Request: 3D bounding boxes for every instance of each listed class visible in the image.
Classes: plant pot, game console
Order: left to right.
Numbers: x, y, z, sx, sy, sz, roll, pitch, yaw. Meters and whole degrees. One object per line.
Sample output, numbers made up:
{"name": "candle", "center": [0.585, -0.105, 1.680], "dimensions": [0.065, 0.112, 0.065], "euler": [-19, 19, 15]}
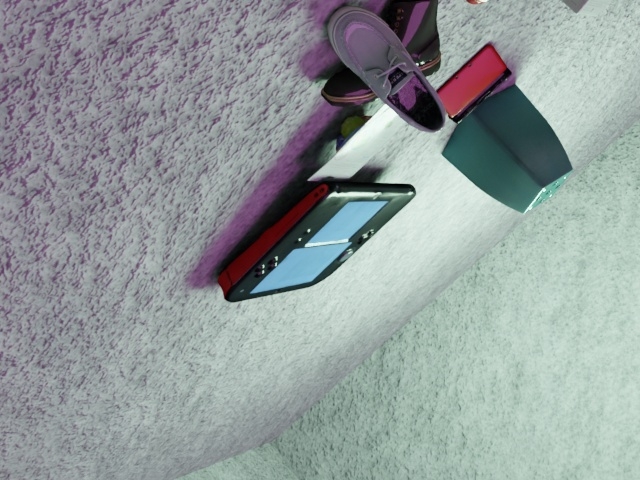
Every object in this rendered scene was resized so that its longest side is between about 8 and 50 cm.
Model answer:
{"name": "game console", "center": [0.000, 0.000, 1.458], "dimensions": [0.342, 0.060, 0.386], "euler": [-39, 164, 27]}
{"name": "game console", "center": [0.294, -0.311, 1.415], "dimensions": [0.144, 0.085, 0.124], "euler": [-42, -168, 11]}
{"name": "plant pot", "center": [0.428, -0.188, 1.599], "dimensions": [0.165, 0.234, 0.165], "euler": [-29, 159, -27]}

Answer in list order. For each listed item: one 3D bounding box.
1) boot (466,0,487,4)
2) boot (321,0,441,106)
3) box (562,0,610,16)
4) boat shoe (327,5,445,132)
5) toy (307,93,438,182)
{"name": "boot", "center": [0.217, -0.386, 0.998], "dimensions": [0.244, 0.088, 0.176], "euler": [-31, 161, -32]}
{"name": "boot", "center": [0.086, -0.287, 1.039], "dimensions": [0.198, 0.077, 0.137], "euler": [-28, 143, -17]}
{"name": "box", "center": [0.439, -0.468, 1.141], "dimensions": [0.091, 0.130, 0.170], "euler": [-15, 151, -48]}
{"name": "boat shoe", "center": [0.102, -0.232, 0.990], "dimensions": [0.079, 0.081, 0.227], "euler": [-45, 124, 10]}
{"name": "toy", "center": [0.079, -0.193, 1.223], "dimensions": [0.237, 0.056, 0.137], "euler": [-40, 163, 24]}
